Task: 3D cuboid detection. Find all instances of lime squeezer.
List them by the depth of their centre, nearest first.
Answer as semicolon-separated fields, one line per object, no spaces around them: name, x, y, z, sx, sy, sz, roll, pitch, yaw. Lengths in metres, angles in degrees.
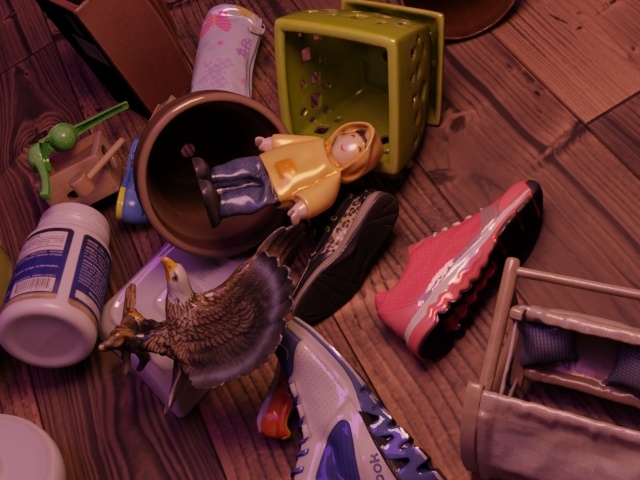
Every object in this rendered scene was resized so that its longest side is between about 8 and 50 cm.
lime squeezer;-0.462;-0.175;1.428;0.109;0.059;0.310;-12;33;27

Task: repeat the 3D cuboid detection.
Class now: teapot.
teapot;-0.479;0.392;1.134;0.252;0.187;0.256;7;35;1

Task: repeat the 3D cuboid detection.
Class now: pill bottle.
pill bottle;-0.431;0.066;1.316;0.153;0.153;0.265;-16;41;11

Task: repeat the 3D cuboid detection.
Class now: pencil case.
pencil case;-0.178;-0.321;1.505;0.124;0.113;0.273;5;59;1

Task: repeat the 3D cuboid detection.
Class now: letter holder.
letter holder;-0.359;-0.417;1.518;0.152;0.302;0.214;30;73;33

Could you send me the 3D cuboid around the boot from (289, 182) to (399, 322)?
boot;0.002;0.000;1.257;0.236;0.085;0.178;-55;42;0

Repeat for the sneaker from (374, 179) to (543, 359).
sneaker;0.197;0.016;1.143;0.136;0.116;0.314;34;76;36

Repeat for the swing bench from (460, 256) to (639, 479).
swing bench;0.322;0.186;0.955;0.253;0.165;0.255;11;64;26

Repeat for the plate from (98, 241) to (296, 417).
plate;-0.222;0.102;1.296;0.277;0.045;0.278;34;76;35

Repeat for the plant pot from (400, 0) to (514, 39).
plant pot;0.230;-0.515;1.428;0.215;0.215;0.230;-19;41;10

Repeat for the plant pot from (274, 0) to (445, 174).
plant pot;0.078;-0.268;1.288;0.227;0.228;0.207;19;41;30

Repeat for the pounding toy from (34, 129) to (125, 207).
pounding toy;-0.416;-0.113;1.447;0.181;0.094;0.206;-26;31;4

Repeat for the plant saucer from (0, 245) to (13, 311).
plant saucer;-0.569;0.123;1.355;0.241;0.037;0.241;-38;44;50

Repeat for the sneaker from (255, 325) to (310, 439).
sneaker;-0.039;0.208;1.158;0.067;0.064;0.175;17;69;5

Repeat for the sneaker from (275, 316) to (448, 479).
sneaker;0.007;0.263;1.034;0.182;0.127;0.315;-40;67;-4

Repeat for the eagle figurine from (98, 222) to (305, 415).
eagle figurine;-0.153;0.103;1.113;0.298;0.225;0.226;-13;65;6

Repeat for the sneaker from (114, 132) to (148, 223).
sneaker;-0.326;-0.113;1.470;0.082;0.069;0.209;7;50;-8

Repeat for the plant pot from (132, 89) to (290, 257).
plant pot;-0.193;-0.128;1.320;0.263;0.263;0.229;-40;27;-6

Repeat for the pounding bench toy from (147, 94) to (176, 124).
pounding bench toy;-0.280;-0.227;1.526;0.065;0.083;0.052;-18;44;50

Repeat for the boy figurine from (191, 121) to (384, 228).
boy figurine;-0.038;-0.097;1.169;0.285;0.092;0.177;-14;52;-4
